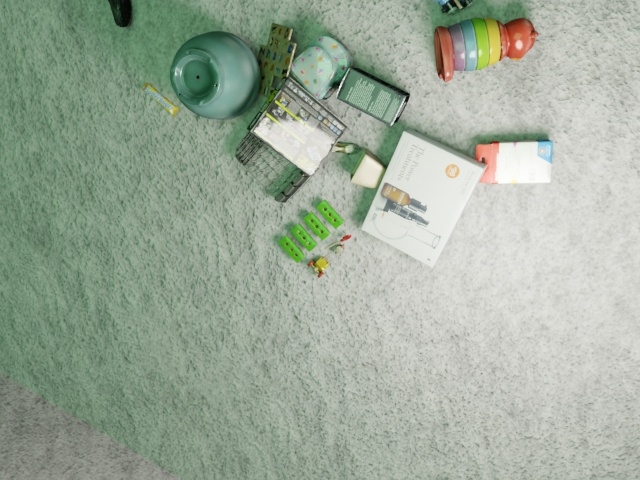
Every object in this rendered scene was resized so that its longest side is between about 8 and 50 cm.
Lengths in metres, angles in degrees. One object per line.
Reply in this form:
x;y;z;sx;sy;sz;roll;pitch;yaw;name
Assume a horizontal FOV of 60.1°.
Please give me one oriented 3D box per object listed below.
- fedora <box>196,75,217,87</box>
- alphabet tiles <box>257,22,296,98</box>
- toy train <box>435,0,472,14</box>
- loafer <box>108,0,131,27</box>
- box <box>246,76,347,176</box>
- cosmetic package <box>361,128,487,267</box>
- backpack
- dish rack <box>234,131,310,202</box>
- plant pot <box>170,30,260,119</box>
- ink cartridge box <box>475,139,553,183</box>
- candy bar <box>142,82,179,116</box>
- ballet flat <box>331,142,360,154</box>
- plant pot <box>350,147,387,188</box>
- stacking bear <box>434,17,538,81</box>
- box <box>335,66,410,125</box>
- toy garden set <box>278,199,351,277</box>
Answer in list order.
-0.345;-0.552;1.947;0.194;0.079;0.194;5;109;14;fedora
-0.158;-0.601;1.859;0.198;0.009;0.237;37;117;43;alphabet tiles
0.388;-0.783;1.699;0.105;0.080;0.184;-32;98;29;toy train
-0.725;-0.868;1.956;0.078;0.076;0.223;-1;101;20;loafer
-0.074;-0.374;1.838;0.270;0.060;0.216;34;95;-28;box
0.338;-0.140;1.847;0.284;0.097;0.377;28;116;14;cosmetic package
0.009;-0.575;1.819;0.188;0.144;0.166;-41;87;18;backpack
-0.167;-0.286;1.987;0.271;0.074;0.208;46;110;0;dish rack
-0.370;-0.535;1.810;0.293;0.196;0.293;5;108;14;plant pot
0.621;-0.254;1.791;0.231;0.078;0.134;1;106;14;ink cartridge box
-0.594;-0.523;2.051;0.161;0.018;0.040;40;111;-1;candy bar
0.081;-0.319;1.929;0.114;0.041;0.041;7;107;12;ballet flat
0.170;-0.238;1.900;0.096;0.109;0.109;27;111;-6;plant pot
0.505;-0.597;1.686;0.289;0.175;0.164;-9;111;7;stacking bear
0.173;-0.470;1.802;0.207;0.153;0.108;28;111;6;box
0.000;0.000;2.041;0.244;0.049;0.204;-41;91;20;toy garden set
